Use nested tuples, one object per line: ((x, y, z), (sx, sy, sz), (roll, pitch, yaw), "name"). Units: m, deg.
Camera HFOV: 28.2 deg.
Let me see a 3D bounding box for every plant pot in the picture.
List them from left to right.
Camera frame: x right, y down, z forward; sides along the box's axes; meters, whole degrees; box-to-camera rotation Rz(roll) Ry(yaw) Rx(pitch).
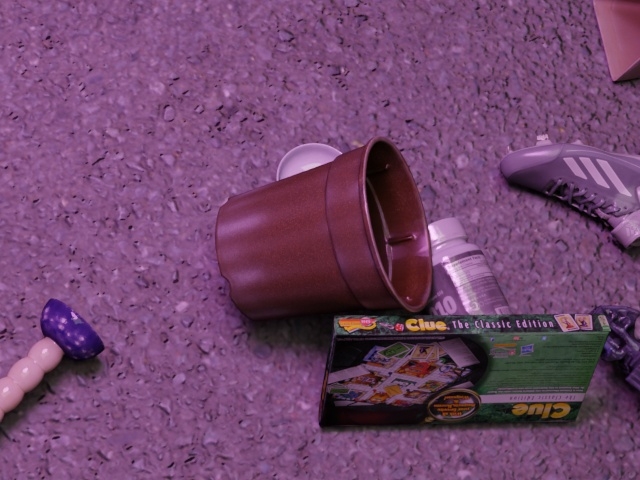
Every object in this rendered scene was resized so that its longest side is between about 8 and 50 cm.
((0.000, 0.000, 1.202), (0.165, 0.167, 0.167), (-12, 67, 22), "plant pot")
((0.382, -0.246, 1.413), (0.096, 0.109, 0.109), (1, 68, -22), "plant pot")

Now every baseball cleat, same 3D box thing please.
((0.291, -0.049, 1.334), (0.206, 0.072, 0.109), (2, 68, -8), "baseball cleat")

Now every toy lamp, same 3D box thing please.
((-0.317, 0.169, 1.147), (0.080, 0.080, 0.274), (39, 66, 7), "toy lamp")

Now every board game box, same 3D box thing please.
((0.133, 0.124, 1.208), (0.260, 0.136, 0.030), (0, 41, -10), "board game box")

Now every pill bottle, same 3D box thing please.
((0.138, 0.051, 1.266), (0.078, 0.078, 0.137), (-20, 73, -16), "pill bottle")

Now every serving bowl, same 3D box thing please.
((-0.005, -0.057, 1.312), (0.083, 0.027, 0.083), (3, 68, -7), "serving bowl")

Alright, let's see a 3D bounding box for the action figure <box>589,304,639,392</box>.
((0.410, 0.144, 1.192), (0.341, 0.178, 0.330), (33, 100, 2), "action figure")
